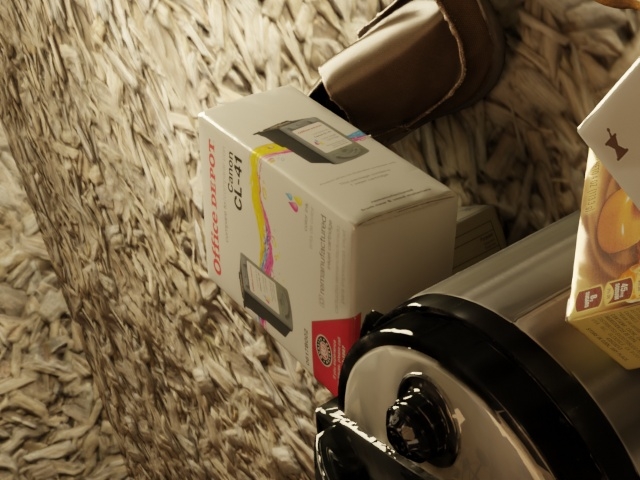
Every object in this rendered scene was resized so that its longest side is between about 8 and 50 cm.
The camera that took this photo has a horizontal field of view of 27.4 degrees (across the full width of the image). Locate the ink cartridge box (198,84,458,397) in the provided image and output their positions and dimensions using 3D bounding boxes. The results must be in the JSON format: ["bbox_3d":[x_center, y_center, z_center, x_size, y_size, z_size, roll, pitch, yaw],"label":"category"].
[{"bbox_3d":[0.000,0.000,1.387,0.306,0.131,0.226,36,136,46],"label":"ink cartridge box"}]

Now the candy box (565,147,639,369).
[{"bbox_3d":[0.330,-0.035,0.904,0.087,0.183,0.316,36,142,-31],"label":"candy box"}]

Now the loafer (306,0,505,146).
[{"bbox_3d":[0.074,-0.168,1.418,0.134,0.130,0.366,61,153,7],"label":"loafer"}]

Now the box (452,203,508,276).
[{"bbox_3d":[0.162,0.127,1.493,0.121,0.148,0.311,-4,107,61],"label":"box"}]

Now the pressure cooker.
[{"bbox_3d":[0.210,0.178,1.147,0.375,0.420,0.370,58,152,12],"label":"pressure cooker"}]

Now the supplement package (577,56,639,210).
[{"bbox_3d":[0.303,-0.075,0.586,0.198,0.262,0.199,54,150,13],"label":"supplement package"}]

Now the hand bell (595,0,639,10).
[{"bbox_3d":[0.279,-0.197,1.087,0.242,0.126,0.126,-136,32,-56],"label":"hand bell"}]
